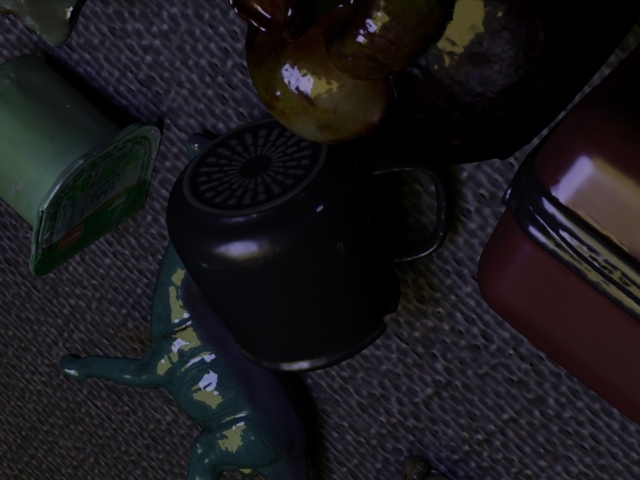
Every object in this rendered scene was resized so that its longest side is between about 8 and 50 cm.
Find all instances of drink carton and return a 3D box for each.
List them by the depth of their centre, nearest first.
[{"bbox_3d":[-0.243,-0.081,1.480,0.142,0.146,0.144,42,142,16],"label":"drink carton"}]

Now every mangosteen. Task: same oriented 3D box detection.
[{"bbox_3d":[0.069,-0.164,1.009,0.233,0.287,0.287,45,142,-8],"label":"mangosteen"}]

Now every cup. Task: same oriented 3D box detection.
[{"bbox_3d":[0.000,0.000,1.331,0.223,0.169,0.176,-11,125,11],"label":"cup"}]

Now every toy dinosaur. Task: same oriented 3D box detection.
[{"bbox_3d":[-0.058,0.118,1.534,0.383,0.129,0.331,46,133,-3],"label":"toy dinosaur"}]

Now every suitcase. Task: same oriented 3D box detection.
[{"bbox_3d":[0.247,-0.017,0.972,0.236,0.297,0.161,38,131,10],"label":"suitcase"}]

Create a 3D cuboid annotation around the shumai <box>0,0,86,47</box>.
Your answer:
[{"bbox_3d":[-0.275,-0.272,1.267,0.204,0.222,0.272,28,-178,26],"label":"shumai"}]

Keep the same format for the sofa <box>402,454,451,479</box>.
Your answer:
[{"bbox_3d":[0.099,0.360,1.528,0.200,0.182,0.258,30,139,16],"label":"sofa"}]
